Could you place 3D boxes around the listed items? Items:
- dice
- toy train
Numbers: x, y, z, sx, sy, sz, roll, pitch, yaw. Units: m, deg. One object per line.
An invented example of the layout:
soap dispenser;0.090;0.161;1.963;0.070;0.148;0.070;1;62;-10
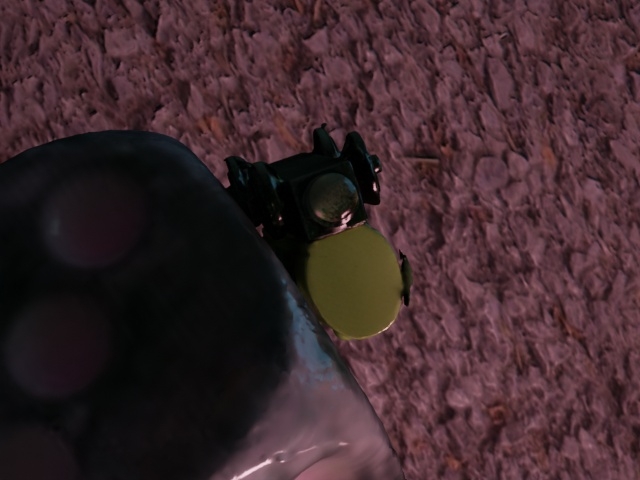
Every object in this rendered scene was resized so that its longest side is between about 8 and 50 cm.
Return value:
dice;-0.151;0.149;1.425;0.348;0.328;0.330;53;-7;27
toy train;0.000;0.000;1.422;0.253;0.105;0.157;-163;-126;-79
